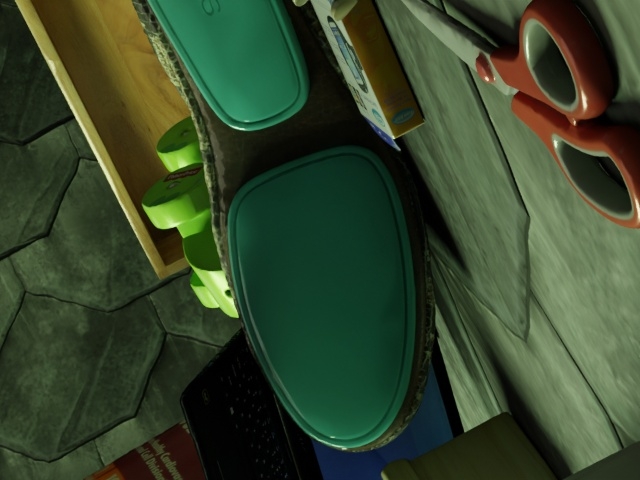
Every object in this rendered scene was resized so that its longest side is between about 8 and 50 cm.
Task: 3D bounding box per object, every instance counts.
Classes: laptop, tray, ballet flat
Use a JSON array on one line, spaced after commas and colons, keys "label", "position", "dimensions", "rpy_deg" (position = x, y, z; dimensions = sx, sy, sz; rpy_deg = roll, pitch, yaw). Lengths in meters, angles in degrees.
[{"label": "laptop", "position": [0.018, 0.174, 1.377], "dimensions": [0.264, 0.136, 0.234], "rpy_deg": [-46, -59, -68]}, {"label": "tray", "position": [-0.164, -0.173, 1.760], "dimensions": [0.411, 0.202, 0.076], "rpy_deg": [67, 175, -34]}, {"label": "ballet flat", "position": [-0.020, -0.085, 1.291], "dimensions": [0.182, 0.164, 0.483], "rpy_deg": [-56, -53, -71]}]

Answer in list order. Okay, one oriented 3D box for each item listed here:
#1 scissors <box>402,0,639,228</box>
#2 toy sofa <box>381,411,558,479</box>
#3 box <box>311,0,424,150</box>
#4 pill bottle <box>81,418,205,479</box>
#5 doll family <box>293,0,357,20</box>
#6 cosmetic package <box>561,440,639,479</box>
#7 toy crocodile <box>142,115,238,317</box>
[{"label": "scissors", "position": [0.092, -0.071, 0.819], "dimensions": [0.109, 0.021, 0.297], "rpy_deg": [62, 173, -14]}, {"label": "toy sofa", "position": [0.148, 0.331, 1.413], "dimensions": [0.150, 0.177, 0.362], "rpy_deg": [58, 173, 48]}, {"label": "box", "position": [0.028, -0.126, 1.131], "dimensions": [0.136, 0.028, 0.081], "rpy_deg": [63, 175, -22]}, {"label": "pill bottle", "position": [-0.056, 0.265, 1.780], "dimensions": [0.224, 0.392, 0.224], "rpy_deg": [56, 168, 19]}, {"label": "doll family", "position": [-0.033, -0.206, 1.001], "dimensions": [0.111, 0.076, 0.193], "rpy_deg": [38, 151, 25]}, {"label": "cosmetic package", "position": [0.160, 0.199, 0.992], "dimensions": [0.085, 0.117, 0.231], "rpy_deg": [62, 173, 20]}, {"label": "toy crocodile", "position": [-0.080, -0.039, 1.504], "dimensions": [0.115, 0.105, 0.340], "rpy_deg": [61, -169, -22]}]
